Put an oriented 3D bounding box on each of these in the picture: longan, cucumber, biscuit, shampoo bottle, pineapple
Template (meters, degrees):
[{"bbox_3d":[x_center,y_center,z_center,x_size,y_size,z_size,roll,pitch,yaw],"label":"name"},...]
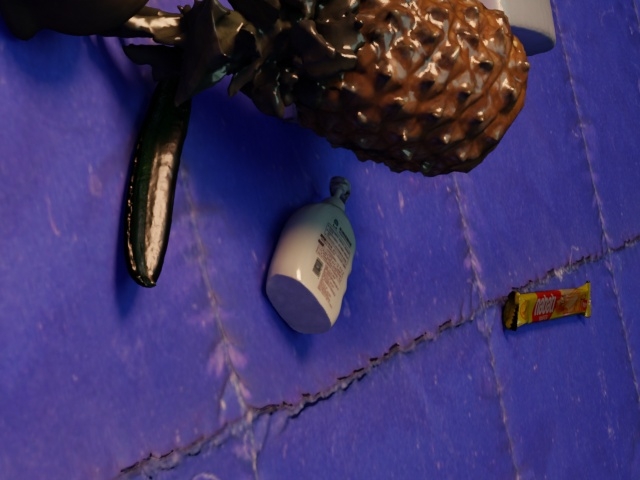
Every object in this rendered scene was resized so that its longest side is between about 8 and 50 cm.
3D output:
[{"bbox_3d":[-0.157,-0.177,0.798,0.119,0.106,0.106,-44,129,-8],"label":"longan"},{"bbox_3d":[-0.114,-0.046,0.880,0.036,0.033,0.184,25,54,-27],"label":"cucumber"},{"bbox_3d":[0.280,0.078,1.546,0.292,0.026,0.048,-1,100,-61],"label":"biscuit"},{"bbox_3d":[0.000,0.000,1.051,0.077,0.045,0.152,54,38,-33],"label":"shampoo bottle"},{"bbox_3d":[-0.002,-0.144,0.944,0.340,0.169,0.169,11,69,-38],"label":"pineapple"}]

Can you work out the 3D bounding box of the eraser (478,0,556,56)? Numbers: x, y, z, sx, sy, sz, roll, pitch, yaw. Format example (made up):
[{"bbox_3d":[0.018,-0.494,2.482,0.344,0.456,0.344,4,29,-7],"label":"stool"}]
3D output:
[{"bbox_3d":[0.197,-0.369,1.489,0.189,0.104,0.290,3,77,-65],"label":"eraser"}]

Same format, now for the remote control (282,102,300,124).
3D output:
[{"bbox_3d":[0.048,-0.151,1.184,0.277,0.055,0.103,2,78,-60],"label":"remote control"}]
